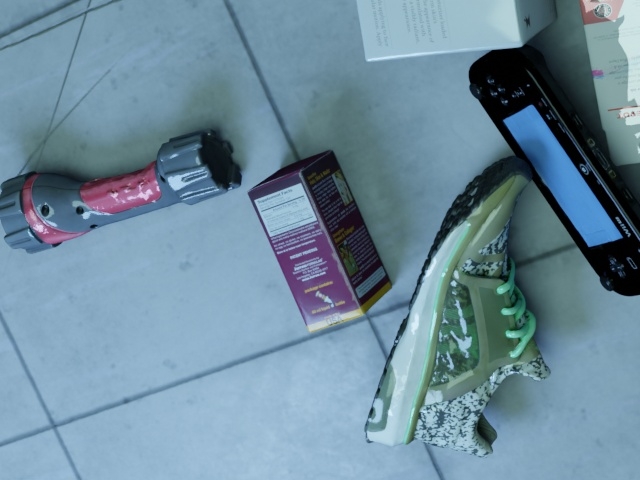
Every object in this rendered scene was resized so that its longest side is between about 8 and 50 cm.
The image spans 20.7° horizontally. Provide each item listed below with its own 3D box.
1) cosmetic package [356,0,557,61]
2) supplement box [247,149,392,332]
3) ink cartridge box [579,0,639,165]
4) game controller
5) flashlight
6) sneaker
[{"bbox_3d":[0.145,-0.289,1.903,0.184,0.151,0.151,-3,107,23],"label":"cosmetic package"},{"bbox_3d":[0.000,0.000,2.083,0.081,0.104,0.188,-20,98,26],"label":"supplement box"},{"bbox_3d":[0.358,-0.188,1.900,0.115,0.067,0.198,-6,103,24],"label":"ink cartridge box"},{"bbox_3d":[0.275,-0.076,1.926,0.067,0.166,0.319,-35,93,-6],"label":"game controller"},{"bbox_3d":[-0.257,-0.066,2.167,0.304,0.103,0.103,-16,97,27],"label":"flashlight"},{"bbox_3d":[0.193,0.088,2.028,0.182,0.158,0.410,21,122,3],"label":"sneaker"}]
